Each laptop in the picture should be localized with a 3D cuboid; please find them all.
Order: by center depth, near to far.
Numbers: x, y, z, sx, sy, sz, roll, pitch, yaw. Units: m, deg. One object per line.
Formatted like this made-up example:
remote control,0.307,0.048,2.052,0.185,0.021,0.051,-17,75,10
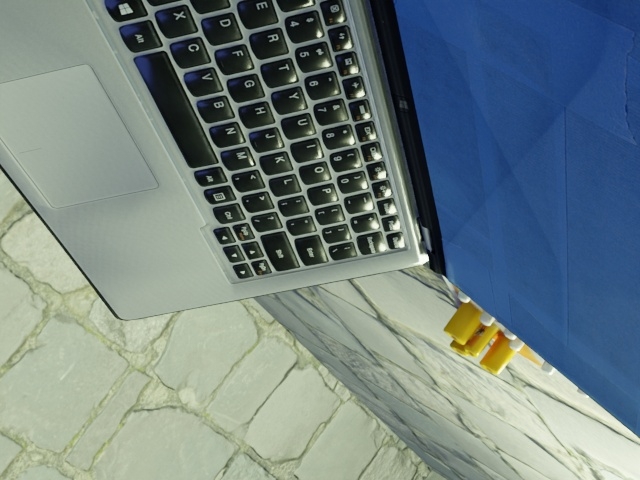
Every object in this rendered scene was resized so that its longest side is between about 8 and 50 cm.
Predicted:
laptop,0.000,0.000,0.518,0.382,0.407,0.236,69,-168,-52

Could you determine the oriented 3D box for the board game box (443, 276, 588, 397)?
board game box,0.230,0.092,0.781,0.390,0.050,0.390,31,166,34
